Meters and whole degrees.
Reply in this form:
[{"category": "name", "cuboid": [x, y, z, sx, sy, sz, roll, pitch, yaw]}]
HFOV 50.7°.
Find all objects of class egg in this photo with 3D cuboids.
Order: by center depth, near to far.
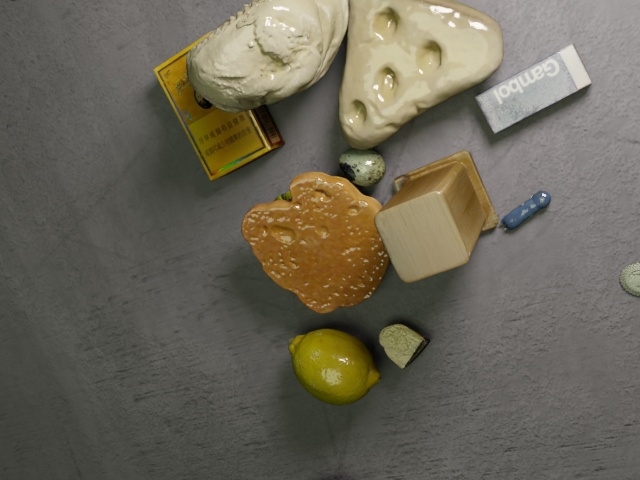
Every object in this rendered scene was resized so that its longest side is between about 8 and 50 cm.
[{"category": "egg", "cuboid": [0.093, -0.167, 1.520, 0.110, 0.085, 0.085, 21, 114, 10]}]

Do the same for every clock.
[{"category": "clock", "cuboid": [0.670, 0.082, 1.412, 0.083, 0.010, 0.074, 19, 114, 16]}]

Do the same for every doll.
[{"category": "doll", "cuboid": [0.439, -0.063, 1.450, 0.125, 0.027, 0.037, -39, 90, 31]}]

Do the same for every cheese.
[{"category": "cheese", "cuboid": [0.201, -0.339, 1.393, 0.329, 0.129, 0.350, 14, 111, 18]}]

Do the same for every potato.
[{"category": "potato", "cuboid": [0.197, 0.243, 1.631, 0.103, 0.066, 0.096, 44, 94, 14]}]

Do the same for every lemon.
[{"category": "lemon", "cuboid": [0.029, 0.307, 1.655, 0.249, 0.184, 0.184, 19, 114, 21]}]

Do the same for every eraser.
[{"category": "eraser", "cuboid": [0.425, -0.303, 1.361, 0.213, 0.046, 0.091, -27, 96, 28]}]

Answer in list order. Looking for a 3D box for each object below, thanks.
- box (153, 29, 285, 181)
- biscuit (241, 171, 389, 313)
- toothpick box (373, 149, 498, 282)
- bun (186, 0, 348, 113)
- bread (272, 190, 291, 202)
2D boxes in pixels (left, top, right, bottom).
[{"category": "box", "cuboid": [-0.241, -0.318, 1.607, 0.193, 0.084, 0.301, -24, 97, 26]}, {"category": "biscuit", "cuboid": [0.000, 0.000, 1.571, 0.351, 0.057, 0.312, 35, 111, -7]}, {"category": "toothpick box", "cuboid": [0.232, -0.047, 1.382, 0.190, 0.308, 0.187, -20, 99, 25]}, {"category": "bun", "cuboid": [-0.095, -0.393, 1.390, 0.360, 0.359, 0.211, -26, 111, 27]}, {"category": "bread", "cuboid": [-0.061, -0.052, 1.633, 0.130, 0.071, 0.139, -37, 92, 24]}]
